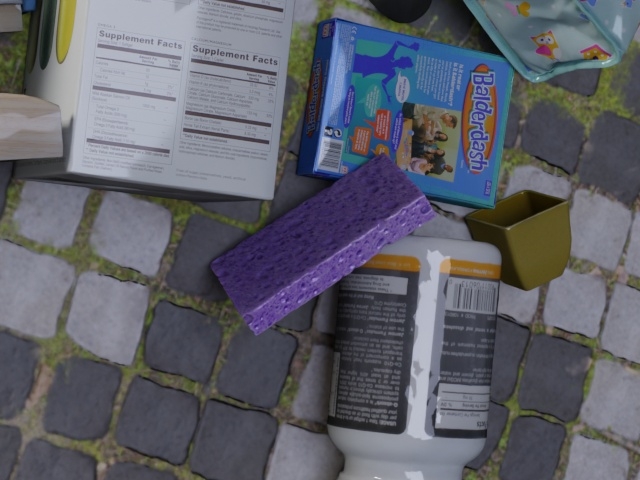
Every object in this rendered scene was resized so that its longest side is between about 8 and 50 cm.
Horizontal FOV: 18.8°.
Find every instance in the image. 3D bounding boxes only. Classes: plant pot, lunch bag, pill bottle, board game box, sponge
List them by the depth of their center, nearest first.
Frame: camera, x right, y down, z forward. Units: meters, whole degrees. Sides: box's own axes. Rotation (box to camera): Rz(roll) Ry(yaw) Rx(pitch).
[{"bbox_3d":[0.000,0.000,1.866,0.210,0.117,0.031,-34,122,-4],"label":"sponge"},{"bbox_3d":[0.090,0.135,1.911,0.162,0.162,0.278,6,88,-24],"label":"pill bottle"},{"bbox_3d":[0.225,-0.327,1.951,0.262,0.160,0.223,45,59,-23],"label":"lunch bag"},{"bbox_3d":[0.089,-0.127,1.970,0.210,0.047,0.160,11,86,-23],"label":"board game box"},{"bbox_3d":[0.212,0.004,2.011,0.081,0.081,0.083,-23,109,-22],"label":"plant pot"}]

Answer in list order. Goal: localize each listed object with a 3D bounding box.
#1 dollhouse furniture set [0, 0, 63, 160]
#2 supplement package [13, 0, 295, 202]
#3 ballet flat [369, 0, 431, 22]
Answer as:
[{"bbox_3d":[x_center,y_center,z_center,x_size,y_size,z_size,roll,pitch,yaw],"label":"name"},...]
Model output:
[{"bbox_3d":[-0.372,-0.214,1.683,0.286,0.198,0.303,-4,92,-24],"label":"dollhouse furniture set"},{"bbox_3d":[-0.153,-0.176,1.779,0.198,0.199,0.263,7,87,-23],"label":"supplement package"},{"bbox_3d":[0.054,-0.351,1.926,0.095,0.096,0.280,-24,100,-18],"label":"ballet flat"}]
